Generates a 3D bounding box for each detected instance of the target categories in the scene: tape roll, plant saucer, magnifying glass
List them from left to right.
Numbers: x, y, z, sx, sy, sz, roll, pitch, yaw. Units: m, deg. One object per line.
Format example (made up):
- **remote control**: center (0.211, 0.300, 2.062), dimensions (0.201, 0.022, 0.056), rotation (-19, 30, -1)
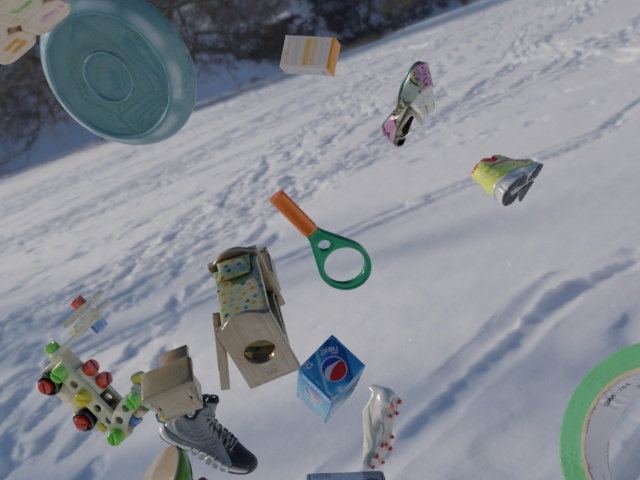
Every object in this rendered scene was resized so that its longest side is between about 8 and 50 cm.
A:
- **plant saucer**: center (-0.386, -0.310, 1.344), dimensions (0.317, 0.318, 0.044), rotation (-13, 30, 25)
- **magnifying glass**: center (0.000, 0.000, 1.241), dimensions (0.092, 0.231, 0.026), rotation (-39, 27, 13)
- **tape roll**: center (0.522, 0.316, 1.099), dimensions (0.321, 0.077, 0.321), rotation (-34, 43, 39)

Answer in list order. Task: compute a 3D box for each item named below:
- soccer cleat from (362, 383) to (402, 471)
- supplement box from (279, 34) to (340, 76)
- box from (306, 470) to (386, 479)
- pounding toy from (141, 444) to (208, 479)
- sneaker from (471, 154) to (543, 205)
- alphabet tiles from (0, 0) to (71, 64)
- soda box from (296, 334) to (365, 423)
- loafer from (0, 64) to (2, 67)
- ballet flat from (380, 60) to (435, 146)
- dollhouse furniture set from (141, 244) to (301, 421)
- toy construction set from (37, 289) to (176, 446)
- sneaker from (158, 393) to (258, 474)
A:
- **soccer cleat**: center (0.118, 0.398, 1.538), dimensions (0.076, 0.196, 0.068), rotation (25, 20, 38)
- **supplement box**: center (-0.019, -0.335, 1.311), dimensions (0.098, 0.062, 0.036), rotation (9, -6, 21)
- **box**: center (0.058, 0.539, 1.373), dimensions (0.169, 0.087, 0.290), rotation (-1, 4, -4)
- **pounding toy**: center (-0.256, 0.487, 1.308), dimensions (0.183, 0.110, 0.237), rotation (-60, 21, -6)
- **sneaker**: center (0.332, -0.122, 1.298), dimensions (0.094, 0.082, 0.208), rotation (34, 21, 21)
- **alphabet tiles**: center (-0.441, -0.284, 0.896), dimensions (0.278, 0.021, 0.284), rotation (-33, -5, 17)
- **soda box**: center (0.012, 0.211, 1.079), dimensions (0.071, 0.067, 0.210), rotation (-44, -13, -18)
- **loafer**: center (-0.773, -0.482, 1.633), dimensions (0.076, 0.223, 0.078), rotation (-25, -14, 26)
- **ballet flat**: center (0.189, -0.271, 1.483), dimensions (0.076, 0.079, 0.221), rotation (-30, -17, -29)
- **dollhouse furniture set**: center (-0.127, 0.074, 0.788), dimensions (0.160, 0.101, 0.182), rotation (-22, 38, 2)
- **toy construction set**: center (-0.437, 0.270, 1.460), dimensions (0.215, 0.328, 0.151), rotation (-40, -9, 23)
- **sneaker**: center (-0.223, 0.403, 1.548), dimensions (0.228, 0.132, 0.086), rotation (24, 10, -3)
